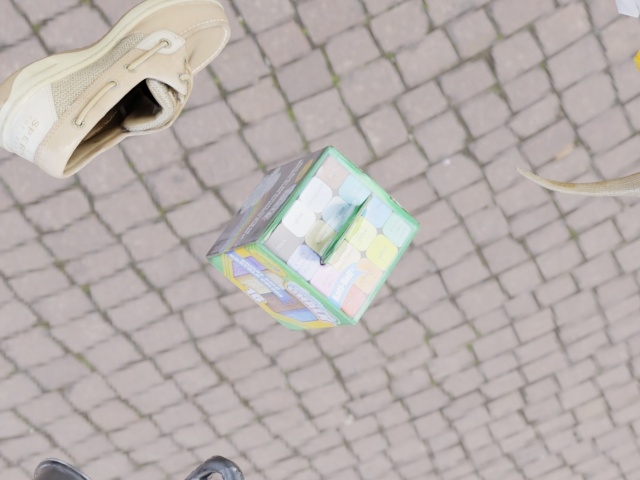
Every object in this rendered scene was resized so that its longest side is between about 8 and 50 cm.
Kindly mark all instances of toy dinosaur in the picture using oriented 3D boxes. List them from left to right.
[{"bbox_3d":[0.205,-0.035,0.672,0.183,0.092,0.053,-21,123,11],"label":"toy dinosaur"}]

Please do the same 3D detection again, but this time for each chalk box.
[{"bbox_3d":[0.000,0.000,1.254,0.132,0.213,0.132,41,71,-15],"label":"chalk box"}]

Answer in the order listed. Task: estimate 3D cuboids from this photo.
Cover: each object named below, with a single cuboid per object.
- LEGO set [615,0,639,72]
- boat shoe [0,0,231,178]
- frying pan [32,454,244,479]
[{"bbox_3d":[0.194,-0.050,0.460,0.087,0.227,0.093,-57,145,-17],"label":"LEGO set"},{"bbox_3d":[-0.193,-0.157,1.301,0.341,0.110,0.121,-40,161,-43],"label":"boat shoe"},{"bbox_3d":[-0.101,0.221,0.731,0.053,0.197,0.326,-30,-172,-31],"label":"frying pan"}]
